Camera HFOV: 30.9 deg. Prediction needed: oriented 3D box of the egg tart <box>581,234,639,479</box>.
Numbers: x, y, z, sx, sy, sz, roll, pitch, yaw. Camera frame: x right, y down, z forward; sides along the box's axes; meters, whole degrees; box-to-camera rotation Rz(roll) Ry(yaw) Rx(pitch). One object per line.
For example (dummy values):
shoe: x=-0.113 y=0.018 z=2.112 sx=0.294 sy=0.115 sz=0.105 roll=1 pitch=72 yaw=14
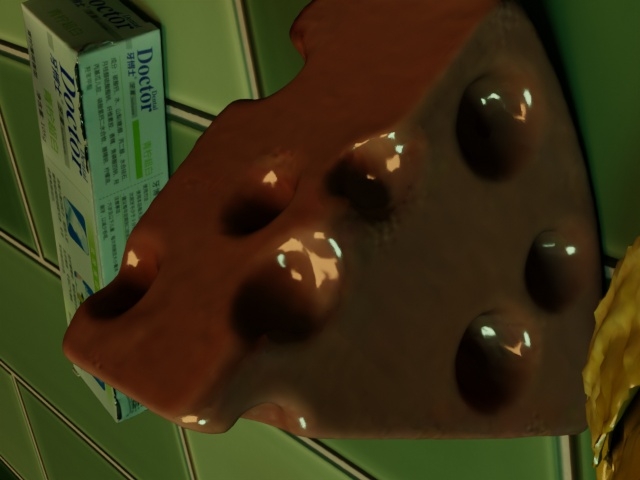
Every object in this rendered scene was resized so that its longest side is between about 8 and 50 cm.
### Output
egg tart: x=0.178 y=0.117 z=0.351 sx=0.294 sy=0.123 sz=0.294 roll=39 pitch=141 yaw=40

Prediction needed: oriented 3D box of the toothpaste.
toothpaste: x=-0.150 y=-0.013 z=0.830 sx=0.081 sy=0.067 sz=0.337 roll=41 pitch=143 yaw=36

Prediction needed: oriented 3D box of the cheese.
cheese: x=0.018 y=-0.020 z=0.481 sx=0.128 sy=0.203 sz=0.177 roll=16 pitch=97 yaw=55
